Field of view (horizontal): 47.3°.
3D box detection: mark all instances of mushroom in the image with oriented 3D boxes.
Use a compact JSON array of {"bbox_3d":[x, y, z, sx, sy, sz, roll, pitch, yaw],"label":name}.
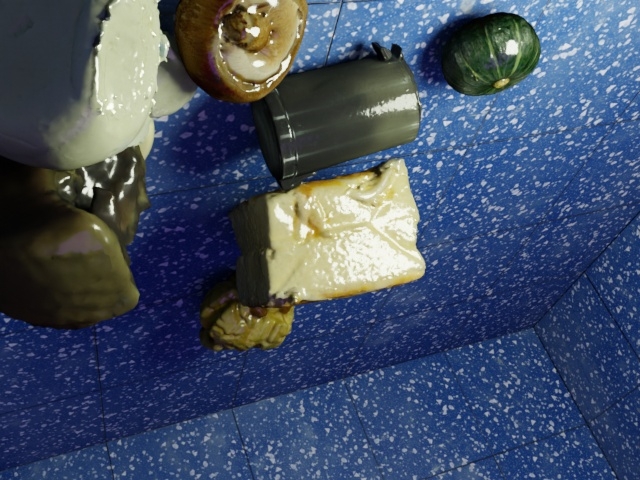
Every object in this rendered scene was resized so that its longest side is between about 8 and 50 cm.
[{"bbox_3d":[-0.127,-0.356,1.215,0.253,0.153,0.253,-36,147,-28],"label":"mushroom"}]

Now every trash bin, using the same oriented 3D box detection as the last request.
[{"bbox_3d":[0.030,-0.252,1.480,0.302,0.203,0.252,-17,124,-13],"label":"trash bin"}]

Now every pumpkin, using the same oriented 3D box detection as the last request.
[{"bbox_3d":[0.356,-0.391,1.533,0.212,0.152,0.211,-19,176,-1],"label":"pumpkin"}]

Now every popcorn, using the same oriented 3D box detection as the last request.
[{"bbox_3d":[-0.226,0.215,2.075,0.332,0.225,0.265,-24,158,27],"label":"popcorn"}]

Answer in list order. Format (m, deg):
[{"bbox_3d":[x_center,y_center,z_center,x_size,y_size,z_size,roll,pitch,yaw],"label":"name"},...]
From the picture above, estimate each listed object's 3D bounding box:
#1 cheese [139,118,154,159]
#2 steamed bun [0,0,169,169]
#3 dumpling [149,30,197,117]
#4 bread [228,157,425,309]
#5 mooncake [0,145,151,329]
[{"bbox_3d":[-0.397,-0.165,1.475,0.127,0.050,0.255,-12,149,-19],"label":"cheese"},{"bbox_3d":[-0.387,-0.274,1.067,0.233,0.312,0.333,7,103,-77],"label":"steamed bun"},{"bbox_3d":[-0.299,-0.285,1.271,0.162,0.132,0.250,-30,167,-6],"label":"dumpling"},{"bbox_3d":[0.000,0.000,1.693,0.390,0.279,0.371,-13,178,-17],"label":"bread"},{"bbox_3d":[-0.419,-0.056,1.228,0.394,0.393,0.246,-49,148,-35],"label":"mooncake"}]
